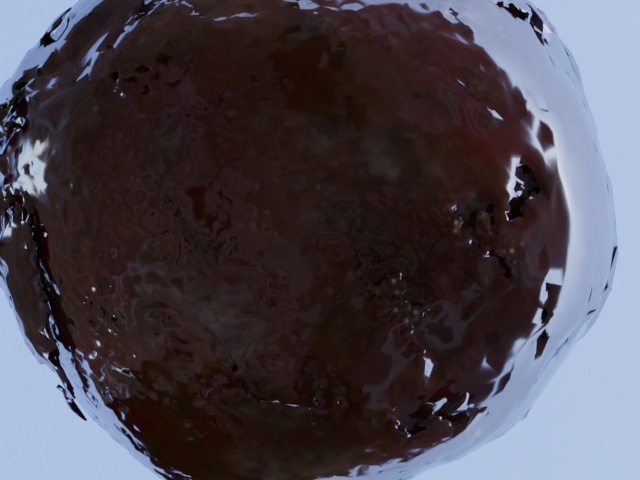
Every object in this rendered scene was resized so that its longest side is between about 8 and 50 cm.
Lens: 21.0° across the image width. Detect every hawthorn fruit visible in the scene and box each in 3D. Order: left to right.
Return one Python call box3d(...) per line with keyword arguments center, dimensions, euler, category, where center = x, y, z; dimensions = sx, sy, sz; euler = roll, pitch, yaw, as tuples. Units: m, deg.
box3d(center=(-0.003, -0.017, 0.838), dimensions=(0.316, 0.316, 0.316), euler=(2, -78, 11), category="hawthorn fruit")
